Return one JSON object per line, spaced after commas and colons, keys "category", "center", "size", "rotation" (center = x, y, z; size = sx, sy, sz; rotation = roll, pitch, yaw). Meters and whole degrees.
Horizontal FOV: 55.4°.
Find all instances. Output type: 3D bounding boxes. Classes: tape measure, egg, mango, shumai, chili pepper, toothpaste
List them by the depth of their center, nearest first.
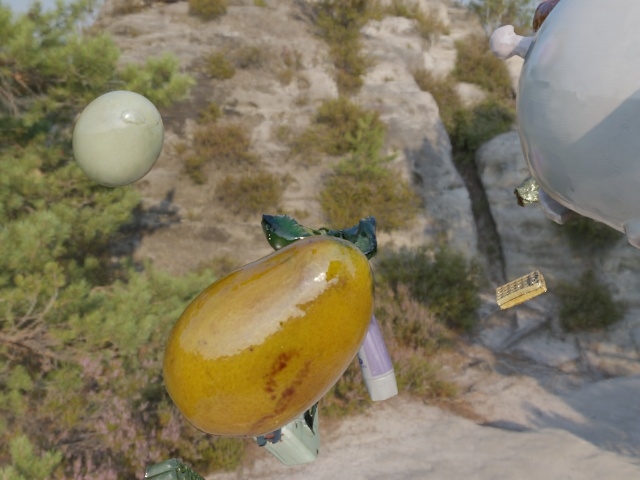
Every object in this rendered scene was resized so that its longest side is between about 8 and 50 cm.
{"category": "mango", "center": [-0.070, 0.144, 0.939], "size": [0.264, 0.378, 0.221], "rotation": [37, 15, -37]}
{"category": "egg", "center": [-0.445, -0.220, 1.343], "size": [0.186, 0.187, 0.253], "rotation": [-10, -21, -41]}
{"category": "chili pepper", "center": [-0.005, 0.006, 1.358], "size": [0.264, 0.116, 0.148], "rotation": [6, 33, -10]}
{"category": "toothpaste", "center": [0.109, 0.201, 1.493], "size": [0.079, 0.371, 0.125], "rotation": [-15, 0, 19]}
{"category": "shumai", "center": [0.537, -0.130, 1.573], "size": [0.080, 0.082, 0.083], "rotation": [0, 54, -36]}
{"category": "tape measure", "center": [-0.080, 0.466, 1.617], "size": [0.125, 0.243, 0.246], "rotation": [-12, 48, 15]}

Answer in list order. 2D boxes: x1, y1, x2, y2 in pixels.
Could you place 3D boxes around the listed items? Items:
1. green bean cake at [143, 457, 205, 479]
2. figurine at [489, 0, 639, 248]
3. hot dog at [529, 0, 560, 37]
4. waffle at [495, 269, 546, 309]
{"category": "green bean cake", "center": [-0.338, 0.629, 1.454], "size": [0.094, 0.181, 0.173], "rotation": [-27, 39, 8]}
{"category": "figurine", "center": [0.291, -0.118, 0.432], "size": [0.211, 0.253, 0.361], "rotation": [44, 1, -16]}
{"category": "hot dog", "center": [0.497, -0.414, 1.226], "size": [0.153, 0.150, 0.256], "rotation": [22, 9, 15]}
{"category": "waffle", "center": [0.607, 0.151, 1.850], "size": [0.148, 0.042, 0.102], "rotation": [-29, 9, 23]}
